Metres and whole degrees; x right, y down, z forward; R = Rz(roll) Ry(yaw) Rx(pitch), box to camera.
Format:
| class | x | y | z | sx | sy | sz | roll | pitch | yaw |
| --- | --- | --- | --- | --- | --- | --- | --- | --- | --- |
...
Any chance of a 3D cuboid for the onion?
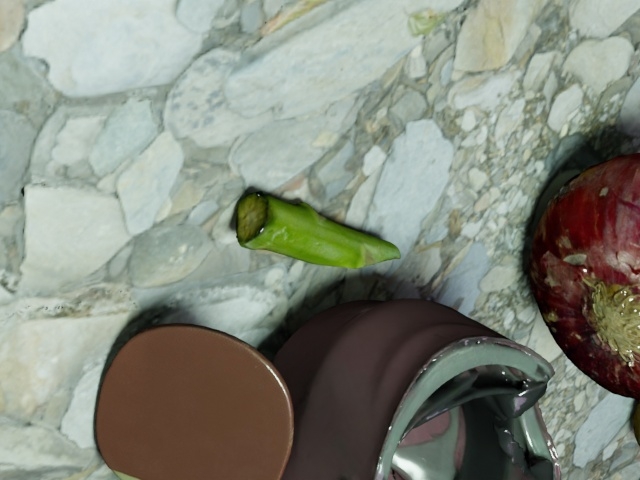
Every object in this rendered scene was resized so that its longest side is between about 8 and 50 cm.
| class | x | y | z | sx | sy | sz | roll | pitch | yaw |
| --- | --- | --- | --- | --- | --- | --- | --- | --- | --- |
| onion | 0.310 | 0.033 | 1.358 | 0.190 | 0.246 | 0.246 | -26 | 136 | -40 |

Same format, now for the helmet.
| class | x | y | z | sx | sy | sz | roll | pitch | yaw |
| --- | --- | --- | --- | --- | --- | --- | --- | --- | --- |
| helmet | 0.052 | 0.192 | 1.265 | 0.271 | 0.197 | 0.338 | -32 | 136 | -32 |

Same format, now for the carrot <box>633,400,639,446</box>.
| class | x | y | z | sx | sy | sz | roll | pitch | yaw |
| --- | --- | --- | --- | --- | --- | --- | --- | --- | --- |
| carrot | 0.388 | 0.116 | 1.627 | 0.078 | 0.078 | 0.298 | -24 | 130 | -27 |

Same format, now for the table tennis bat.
| class | x | y | z | sx | sy | sz | roll | pitch | yaw |
| --- | --- | --- | --- | --- | --- | --- | --- | --- | --- |
| table tennis bat | -0.108 | 0.180 | 1.172 | 0.021 | 0.154 | 0.274 | -63 | 171 | -59 |

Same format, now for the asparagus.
| class | x | y | z | sx | sy | sz | roll | pitch | yaw |
| --- | --- | --- | --- | --- | --- | --- | --- | --- | --- |
| asparagus | 0.000 | 0.000 | 1.191 | 0.041 | 0.045 | 0.178 | -30 | 151 | 30 |

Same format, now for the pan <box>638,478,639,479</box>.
| class | x | y | z | sx | sy | sz | roll | pitch | yaw |
| --- | --- | --- | --- | --- | --- | --- | --- | --- | --- |
| pan | 0.433 | 0.293 | 1.838 | 0.115 | 0.023 | 0.068 | -5 | 125 | -41 |
